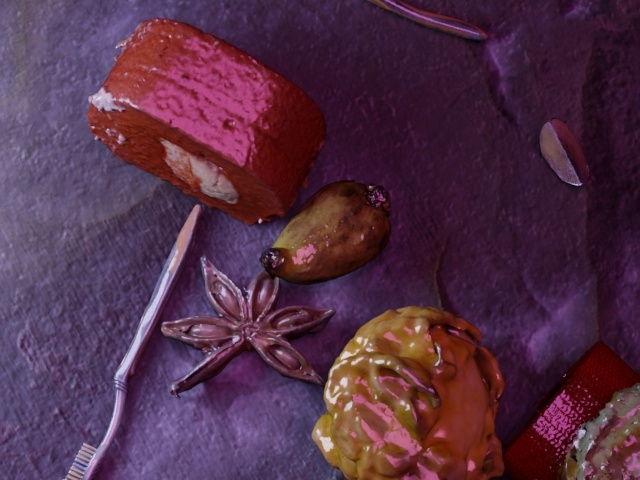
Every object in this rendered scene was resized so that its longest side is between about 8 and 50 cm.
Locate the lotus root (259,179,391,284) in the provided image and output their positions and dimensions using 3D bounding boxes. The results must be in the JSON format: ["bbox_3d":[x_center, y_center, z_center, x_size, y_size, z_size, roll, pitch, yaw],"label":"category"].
[{"bbox_3d":[0.000,0.000,1.841,0.191,0.094,0.108,-34,62,-29],"label":"lotus root"}]

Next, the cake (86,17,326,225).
[{"bbox_3d":[-0.135,-0.140,1.836,0.283,0.177,0.151,30,76,1],"label":"cake"}]

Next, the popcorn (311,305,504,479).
[{"bbox_3d":[0.103,0.193,1.762,0.250,0.190,0.250,18,59,-32],"label":"popcorn"}]

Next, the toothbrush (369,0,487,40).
[{"bbox_3d":[0.061,-0.311,1.975,0.321,0.023,0.031,18,83,0],"label":"toothbrush"}]

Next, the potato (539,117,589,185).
[{"bbox_3d":[0.302,-0.110,1.949,0.037,0.036,0.093,-39,103,-48],"label":"potato"}]

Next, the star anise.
[{"bbox_3d":[-0.084,0.100,1.846,0.208,0.063,0.171,-4,73,-3],"label":"star anise"}]

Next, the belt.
[{"bbox_3d":[0.305,0.227,1.817,0.124,0.128,0.201,43,75,6],"label":"belt"}]

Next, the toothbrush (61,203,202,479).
[{"bbox_3d":[-0.215,0.125,1.841,0.037,0.028,0.375,22,76,7],"label":"toothbrush"}]

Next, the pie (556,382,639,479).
[{"bbox_3d":[0.383,0.375,1.711,0.418,0.180,0.395,-44,111,-10],"label":"pie"}]
